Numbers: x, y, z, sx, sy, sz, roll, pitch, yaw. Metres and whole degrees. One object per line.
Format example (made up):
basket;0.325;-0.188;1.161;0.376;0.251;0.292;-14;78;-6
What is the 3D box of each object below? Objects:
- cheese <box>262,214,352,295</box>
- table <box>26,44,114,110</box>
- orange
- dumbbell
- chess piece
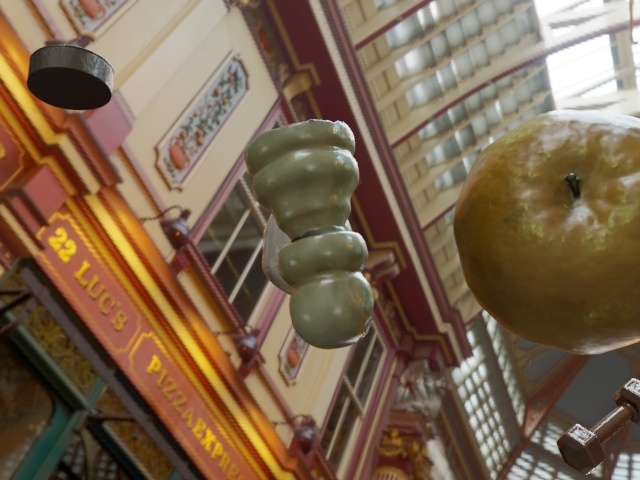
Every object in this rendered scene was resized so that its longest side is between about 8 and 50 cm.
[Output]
cheese;-0.018;0.006;1.368;0.155;0.188;0.198;-18;-28;19
table;-0.406;-0.262;1.238;0.134;0.043;0.133;0;-21;0
orange;0.289;-0.008;0.856;0.279;0.278;0.235;2;-21;23
dumbbell;0.562;0.360;1.477;0.092;0.231;0.081;29;-39;51
chess piece;0.000;0.000;0.850;0.133;0.243;0.133;-12;-15;-3
